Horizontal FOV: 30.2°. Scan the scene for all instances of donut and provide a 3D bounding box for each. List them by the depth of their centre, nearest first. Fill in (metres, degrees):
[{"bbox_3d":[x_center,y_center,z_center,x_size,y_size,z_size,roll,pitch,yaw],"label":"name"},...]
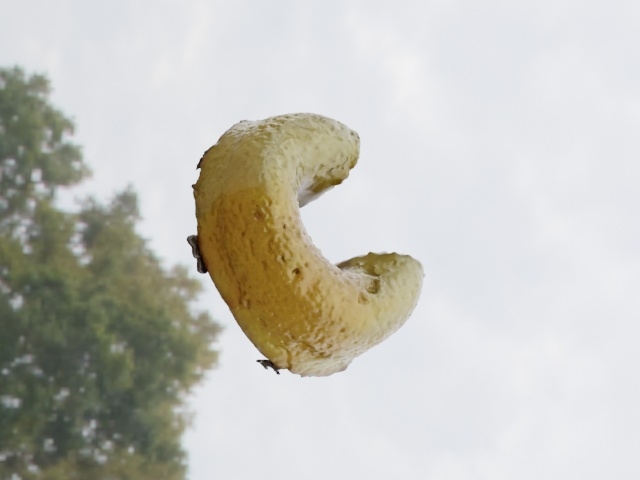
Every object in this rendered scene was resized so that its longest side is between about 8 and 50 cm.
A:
[{"bbox_3d":[-0.008,0.002,0.766,0.078,0.146,0.181,-17,-84,43],"label":"donut"}]
